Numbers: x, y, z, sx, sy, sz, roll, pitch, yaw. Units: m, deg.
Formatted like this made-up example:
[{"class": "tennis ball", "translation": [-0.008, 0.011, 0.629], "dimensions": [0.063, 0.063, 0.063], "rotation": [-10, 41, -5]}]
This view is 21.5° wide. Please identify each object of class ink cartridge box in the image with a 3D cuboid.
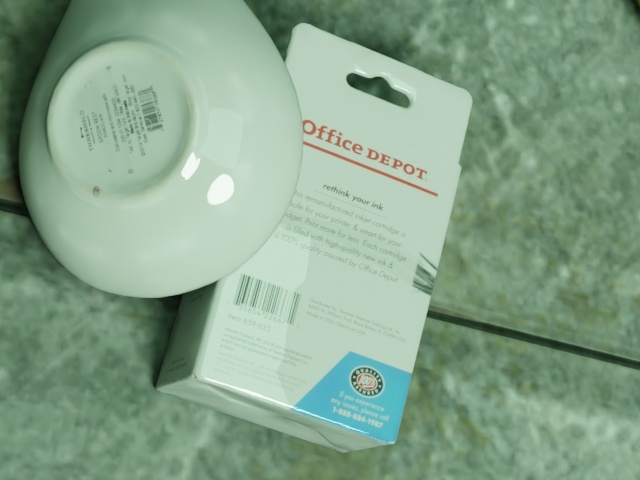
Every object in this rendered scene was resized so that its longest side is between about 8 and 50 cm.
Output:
[{"class": "ink cartridge box", "translation": [0.000, 0.000, 0.807], "dimensions": [0.104, 0.060, 0.180], "rotation": [21, 72, -17]}]

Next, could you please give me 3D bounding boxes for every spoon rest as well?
[{"class": "spoon rest", "translation": [-0.088, -0.110, 0.775], "dimensions": [0.137, 0.084, 0.276], "rotation": [-13, 83, 14]}]

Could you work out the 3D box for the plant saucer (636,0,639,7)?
[{"class": "plant saucer", "translation": [0.264, -0.171, 0.972], "dimensions": [0.241, 0.037, 0.241], "rotation": [5, 77, -22]}]
